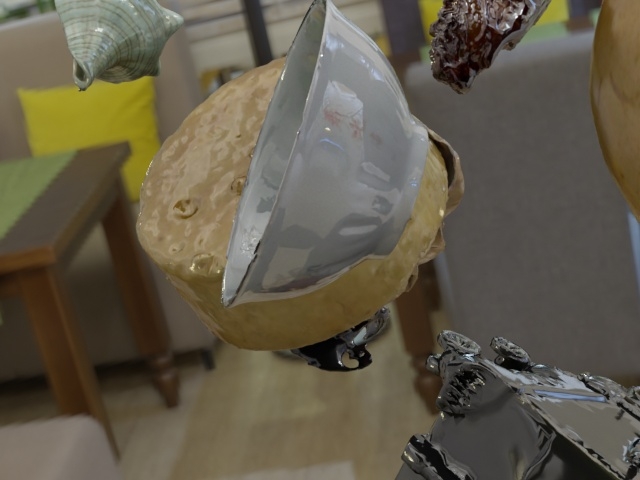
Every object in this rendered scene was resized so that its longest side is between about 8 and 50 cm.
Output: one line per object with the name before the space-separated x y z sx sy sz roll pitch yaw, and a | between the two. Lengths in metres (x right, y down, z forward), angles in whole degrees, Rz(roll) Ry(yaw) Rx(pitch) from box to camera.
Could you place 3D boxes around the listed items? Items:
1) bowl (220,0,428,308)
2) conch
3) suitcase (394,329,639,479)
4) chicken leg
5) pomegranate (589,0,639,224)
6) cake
bowl | 0.009 -0.038 0.787 0.086 0.189 0.189 18 17 -9
conch | -0.198 -0.218 1.299 0.114 0.137 0.234 -27 3 -2
suitcase | 0.196 0.280 0.906 0.194 0.283 0.434 11 21 -41
chicken leg | 0.130 -0.182 0.969 0.053 0.093 0.205 -3 36 37
pomegranate | 0.315 -0.081 0.811 0.319 0.319 0.319 -12 19 4
cake | 0.006 0.002 1.482 0.332 0.321 0.332 -21 43 21
